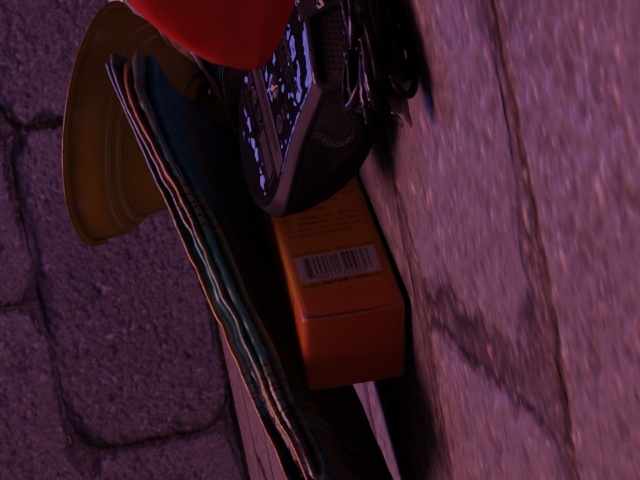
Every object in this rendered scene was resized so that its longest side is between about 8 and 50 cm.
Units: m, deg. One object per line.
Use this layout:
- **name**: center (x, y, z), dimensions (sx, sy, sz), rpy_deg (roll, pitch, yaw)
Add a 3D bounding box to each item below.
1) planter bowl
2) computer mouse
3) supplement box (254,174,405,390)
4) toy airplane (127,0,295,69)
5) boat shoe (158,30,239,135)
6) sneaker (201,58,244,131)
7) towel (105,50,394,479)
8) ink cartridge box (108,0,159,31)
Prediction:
- **planter bowl**: center (-0.146, -0.097, 1.504), dimensions (0.217, 0.090, 0.217), rpy_deg (7, -90, -78)
- **computer mouse**: center (0.010, -0.106, 1.099), dimensions (0.272, 0.072, 0.189), rpy_deg (119, 142, -60)
- **supplement box**: center (0.000, 0.000, 1.280), dimensions (0.233, 0.080, 0.078), rpy_deg (-106, 9, -47)
- **toy airplane**: center (-0.079, -0.277, 0.643), dimensions (0.386, 0.272, 0.385), rpy_deg (126, 132, -81)
- **boat shoe**: center (-0.077, -0.084, 1.620), dimensions (0.113, 0.103, 0.302), rpy_deg (96, 159, -62)
- **sneaker**: center (-0.056, -0.132, 1.477), dimensions (0.232, 0.081, 0.091), rpy_deg (-153, 55, -81)
- **towel**: center (-0.038, 0.046, 1.342), dimensions (0.370, 0.040, 0.271), rpy_deg (65, -170, 22)
- **ink cartridge box**: center (-0.213, -0.334, 2.196), dimensions (0.353, 0.119, 0.207), rpy_deg (-144, 42, -79)
